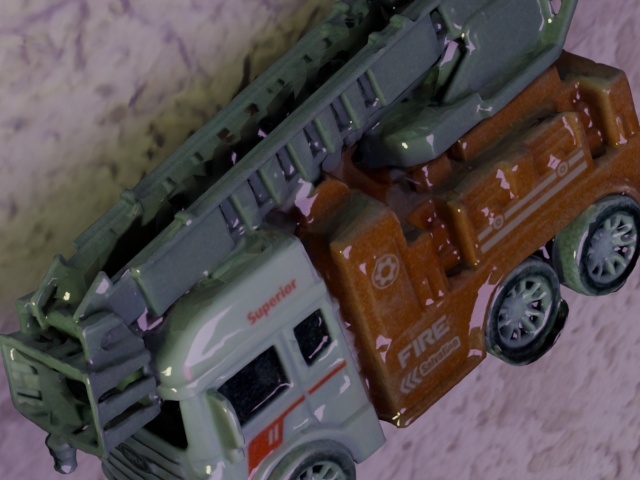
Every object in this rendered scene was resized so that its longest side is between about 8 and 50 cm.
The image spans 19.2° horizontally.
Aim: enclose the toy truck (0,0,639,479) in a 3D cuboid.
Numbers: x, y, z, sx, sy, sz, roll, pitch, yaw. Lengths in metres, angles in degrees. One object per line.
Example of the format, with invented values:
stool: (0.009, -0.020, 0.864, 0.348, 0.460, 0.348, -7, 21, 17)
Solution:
toy truck: (0.000, 0.000, 0.881, 0.338, 0.133, 0.184, -38, 130, -24)
